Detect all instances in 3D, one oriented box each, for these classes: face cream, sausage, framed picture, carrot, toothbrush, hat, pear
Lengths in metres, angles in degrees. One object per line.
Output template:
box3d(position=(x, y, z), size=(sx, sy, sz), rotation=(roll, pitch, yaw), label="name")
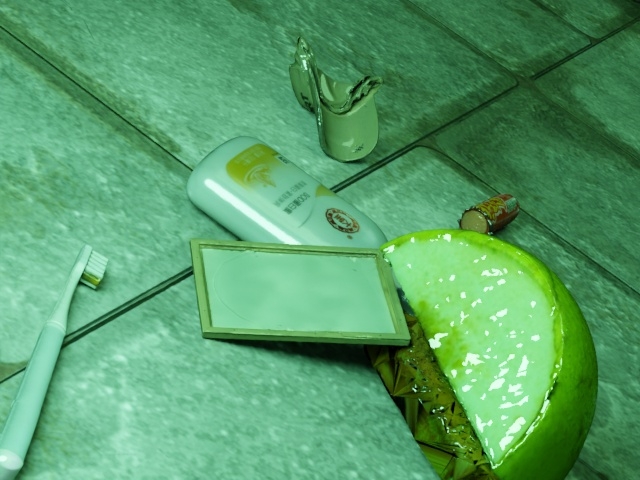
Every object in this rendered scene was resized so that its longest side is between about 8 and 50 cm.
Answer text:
box3d(position=(0.000, 0.000, 1.592), size=(0.291, 0.071, 0.144), rotation=(38, 33, 11), label="face cream")
box3d(position=(0.222, -0.033, 1.928), size=(0.050, 0.048, 0.145), rotation=(0, 11, 27), label="sausage")
box3d(position=(-0.022, 0.049, 1.468), size=(0.201, 0.010, 0.136), rotation=(3, 38, -15), label="framed picture")
box3d(position=(0.103, 0.151, 1.441), size=(0.069, 0.069, 0.229), rotation=(12, 34, -36), label="carrot")
box3d(position=(-0.221, 0.091, 1.244), size=(0.030, 0.025, 0.342), rotation=(29, 25, -10), label="toothbrush")
box3d(position=(0.002, -0.169, 1.922), size=(0.147, 0.085, 0.175), rotation=(28, 46, -34), label="hat")
box3d(position=(0.195, 0.125, 1.436), size=(0.239, 0.139, 0.288), rotation=(58, 5, -50), label="pear")
